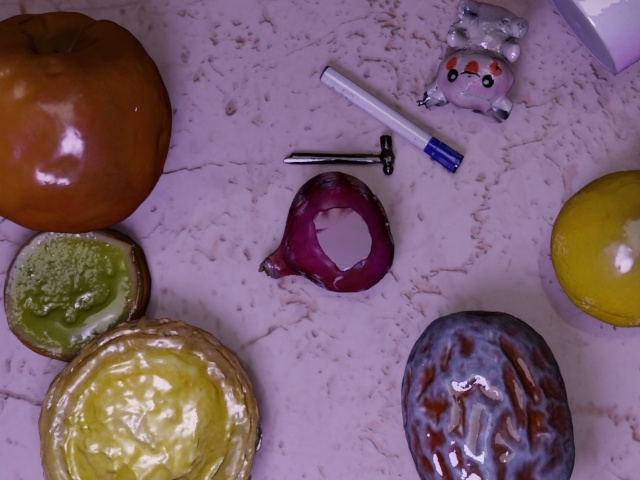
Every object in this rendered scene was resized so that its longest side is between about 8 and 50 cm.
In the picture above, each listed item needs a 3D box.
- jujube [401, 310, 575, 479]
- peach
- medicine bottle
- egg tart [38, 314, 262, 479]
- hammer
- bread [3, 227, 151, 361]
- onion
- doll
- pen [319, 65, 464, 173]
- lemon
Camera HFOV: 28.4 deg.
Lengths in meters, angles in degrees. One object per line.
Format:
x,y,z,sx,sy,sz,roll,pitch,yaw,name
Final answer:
0.240,0.250,1.829,0.246,0.215,0.308,-21,78,-1,jujube
-0.397,-0.169,1.904,0.343,0.302,0.343,5,35,-3,peach
0.512,-0.421,1.923,0.302,0.241,0.241,-38,79,6,medicine bottle
-0.249,0.289,1.894,0.345,0.132,0.345,-1,80,4,egg tart
0.030,-0.134,2.014,0.178,0.021,0.065,-1,79,6,hammer
-0.378,0.079,1.973,0.236,0.070,0.236,-1,79,4,bread
0.000,0.000,1.939,0.218,0.140,0.195,-23,86,3,onion
0.249,-0.283,1.989,0.149,0.095,0.192,17,83,13,doll
0.111,-0.194,2.012,0.269,0.033,0.033,35,83,9,pen
0.465,0.007,1.860,0.240,0.219,0.240,0,78,-1,lemon
